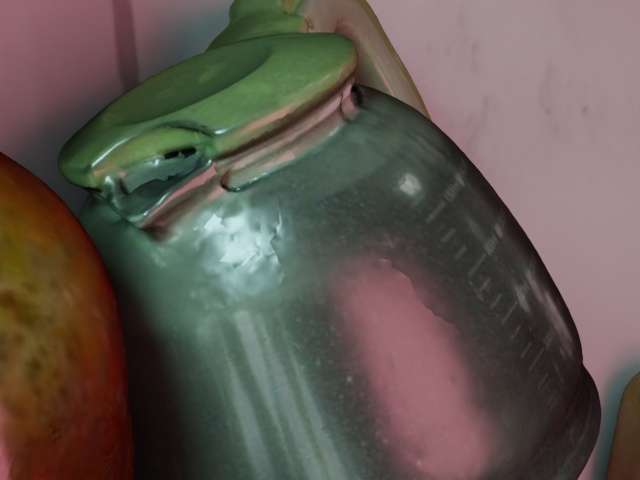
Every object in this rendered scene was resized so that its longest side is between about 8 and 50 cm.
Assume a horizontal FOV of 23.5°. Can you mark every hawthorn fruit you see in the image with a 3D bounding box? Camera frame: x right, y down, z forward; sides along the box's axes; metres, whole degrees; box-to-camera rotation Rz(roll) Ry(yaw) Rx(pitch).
[{"bbox_3d":[-0.169,0.041,0.599,0.208,0.208,0.248,15,73,-44],"label":"hawthorn fruit"}]

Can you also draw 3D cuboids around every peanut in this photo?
[{"bbox_3d":[0.243,0.156,1.096,0.076,0.076,0.152,14,90,-45],"label":"peanut"}]

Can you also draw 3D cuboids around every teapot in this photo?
[{"bbox_3d":[0.013,0.003,0.737,0.321,0.239,0.239,-37,116,-36],"label":"teapot"}]
